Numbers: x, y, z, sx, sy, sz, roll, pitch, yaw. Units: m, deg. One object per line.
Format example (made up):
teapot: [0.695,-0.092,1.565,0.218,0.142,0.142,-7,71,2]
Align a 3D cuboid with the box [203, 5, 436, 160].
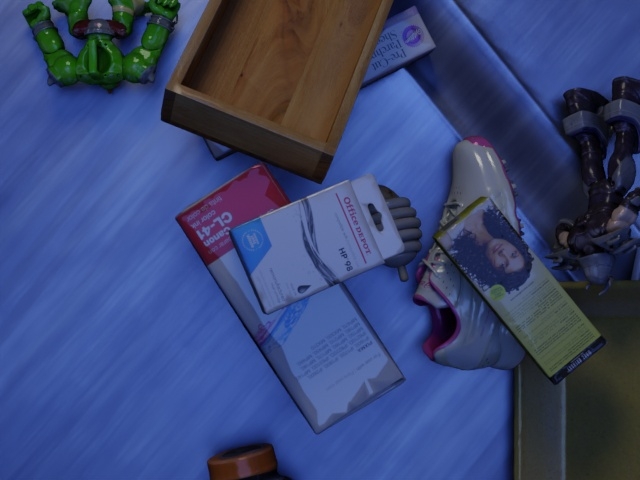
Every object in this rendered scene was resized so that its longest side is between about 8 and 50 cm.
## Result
box: [-0.008,-0.203,1.507,0.324,0.063,0.067,-26,92,-3]

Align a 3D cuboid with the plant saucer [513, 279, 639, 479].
plant saucer: [0.404,0.216,1.439,0.333,0.081,0.332,-3,84,39]

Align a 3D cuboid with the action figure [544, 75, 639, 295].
action figure: [0.366,-0.065,1.461,0.099,0.185,0.285,23,66,-32]

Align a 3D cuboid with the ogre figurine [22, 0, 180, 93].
ogre figurine: [-0.283,-0.254,1.480,0.197,0.097,0.118,3,77,-14]

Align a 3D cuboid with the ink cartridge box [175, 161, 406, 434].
ink cartridge box: [-0.041,0.069,1.420,0.131,0.226,0.306,-31,90,-4]

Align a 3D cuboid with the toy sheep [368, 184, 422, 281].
toy sheep: [0.089,-0.009,1.499,0.091,0.091,0.132,-14,86,-3]

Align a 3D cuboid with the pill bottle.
pill bottle: [-0.075,0.385,1.461,0.131,0.130,0.245,-13,89,-3]

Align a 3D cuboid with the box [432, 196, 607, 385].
box: [0.242,0.060,1.411,0.087,0.058,0.232,-41,94,0]

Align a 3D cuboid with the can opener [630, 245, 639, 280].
can opener: [0.433,0.138,1.507,0.076,0.095,0.283,11,88,-2]

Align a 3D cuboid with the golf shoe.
golf shoe: [0.185,0.020,1.479,0.140,0.115,0.306,-6,88,-15]

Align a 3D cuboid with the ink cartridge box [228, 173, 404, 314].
ink cartridge box: [0.000,0.000,1.283,0.180,0.060,0.104,-24,89,-7]

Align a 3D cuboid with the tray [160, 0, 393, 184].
tray: [-0.024,-0.281,1.416,0.203,0.076,0.410,22,59,-2]
